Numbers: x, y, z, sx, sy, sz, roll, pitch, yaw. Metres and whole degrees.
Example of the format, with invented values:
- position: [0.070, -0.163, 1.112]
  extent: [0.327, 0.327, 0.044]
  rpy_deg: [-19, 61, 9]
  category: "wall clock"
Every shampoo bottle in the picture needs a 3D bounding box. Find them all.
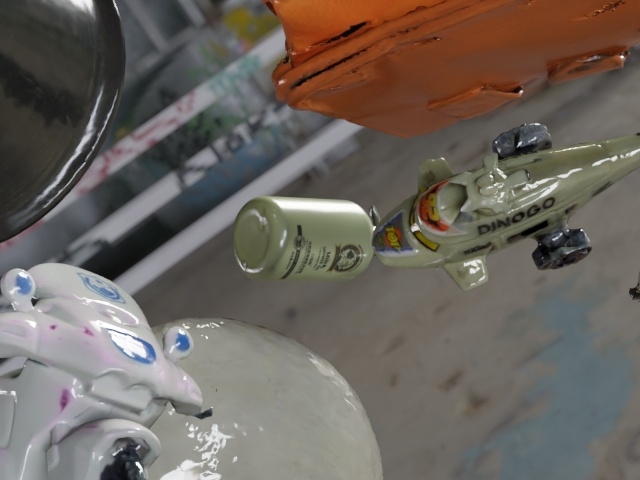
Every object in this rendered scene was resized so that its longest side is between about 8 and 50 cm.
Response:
- position: [0.000, 0.000, 1.511]
  extent: [0.162, 0.079, 0.079]
  rpy_deg: [2, -11, -40]
  category: "shampoo bottle"

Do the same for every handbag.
- position: [0.176, -0.201, 1.350]
  extent: [0.410, 0.116, 0.303]
  rpy_deg: [-17, -15, 29]
  category: "handbag"

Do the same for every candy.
- position: [-0.081, 0.189, 1.126]
  extent: [0.295, 0.295, 0.185]
  rpy_deg: [-35, 36, -2]
  category: "candy"

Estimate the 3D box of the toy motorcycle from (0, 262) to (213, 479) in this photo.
- position: [-0.128, 0.093, 0.672]
  extent: [0.221, 0.102, 0.150]
  rpy_deg: [-26, 51, 46]
  category: "toy motorcycle"

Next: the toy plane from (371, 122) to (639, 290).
- position: [0.164, -0.045, 0.977]
  extent: [0.286, 0.092, 0.108]
  rpy_deg: [-19, -14, 6]
  category: "toy plane"

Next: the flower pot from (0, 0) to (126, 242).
- position: [-0.255, -0.121, 1.003]
  extent: [0.235, 0.235, 0.148]
  rpy_deg: [-33, -25, 5]
  category: "flower pot"

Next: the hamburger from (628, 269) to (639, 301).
- position: [0.332, -0.020, 1.357]
  extent: [0.087, 0.102, 0.176]
  rpy_deg: [-116, 43, -83]
  category: "hamburger"
